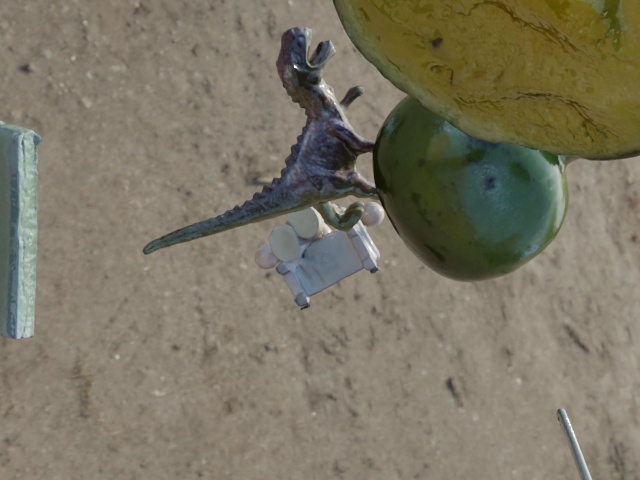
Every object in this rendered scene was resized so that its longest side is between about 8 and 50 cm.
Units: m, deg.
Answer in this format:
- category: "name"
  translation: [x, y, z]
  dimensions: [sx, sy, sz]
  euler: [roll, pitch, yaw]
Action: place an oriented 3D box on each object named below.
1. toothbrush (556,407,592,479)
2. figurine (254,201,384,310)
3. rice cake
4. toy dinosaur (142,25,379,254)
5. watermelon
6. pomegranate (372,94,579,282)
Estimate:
- category: "toothbrush"
  translation: [0.336, 0.345, 1.167]
  dimensions: [0.030, 0.030, 0.304]
  euler: [25, 41, -42]
- category: "figurine"
  translation: [0.010, 0.005, 1.381]
  dimensions: [0.144, 0.182, 0.256]
  euler: [41, 10, -1]
- category: "rice cake"
  translation: [-0.356, -0.015, 1.020]
  dimensions: [0.043, 0.127, 0.237]
  euler: [-18, 118, -62]
- category: "toy dinosaur"
  translation: [-0.026, -0.061, 0.913]
  dimensions: [0.200, 0.251, 0.072]
  euler: [30, 9, -30]
- category: "watermelon"
  translation: [0.104, -0.146, 0.448]
  dimensions: [0.127, 0.232, 0.204]
  euler: [-44, 142, -28]
- category: "pomegranate"
  translation: [0.158, -0.068, 0.825]
  dimensions: [0.187, 0.225, 0.187]
  euler: [53, 22, -33]
